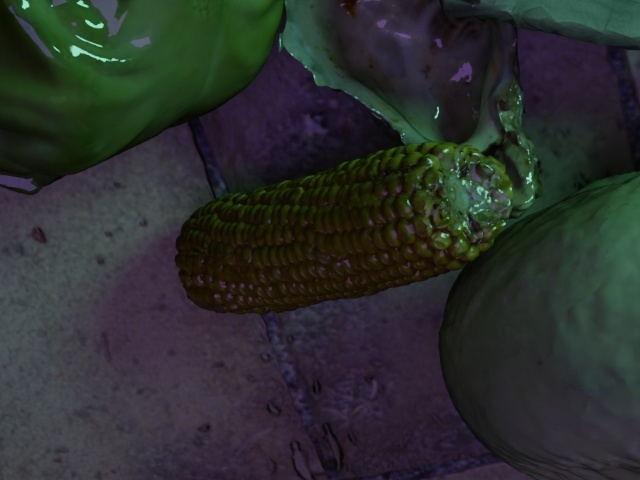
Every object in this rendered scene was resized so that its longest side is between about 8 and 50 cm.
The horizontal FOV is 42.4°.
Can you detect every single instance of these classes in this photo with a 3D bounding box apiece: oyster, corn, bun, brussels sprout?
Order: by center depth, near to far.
[{"bbox_3d":[-0.165,-0.187,0.503,0.328,0.247,0.328,3,116,7],"label":"brussels sprout"},{"bbox_3d":[0.257,0.055,0.543,0.361,0.361,0.213,-6,67,8],"label":"bun"},{"bbox_3d":[0.000,0.000,0.575,0.293,0.106,0.106,-12,114,47],"label":"corn"},{"bbox_3d":[0.076,-0.118,0.584,0.161,0.107,0.232,-32,92,5],"label":"oyster"}]

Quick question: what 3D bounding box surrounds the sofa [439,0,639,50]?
[{"bbox_3d":[0.200,-0.212,0.456,0.210,0.176,0.225,6,111,-24],"label":"sofa"}]
